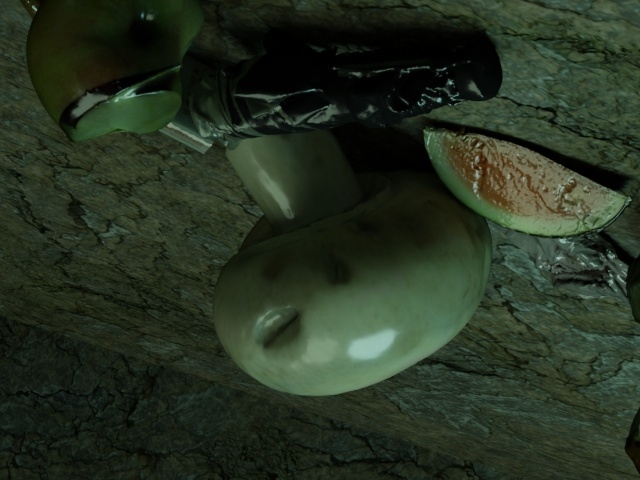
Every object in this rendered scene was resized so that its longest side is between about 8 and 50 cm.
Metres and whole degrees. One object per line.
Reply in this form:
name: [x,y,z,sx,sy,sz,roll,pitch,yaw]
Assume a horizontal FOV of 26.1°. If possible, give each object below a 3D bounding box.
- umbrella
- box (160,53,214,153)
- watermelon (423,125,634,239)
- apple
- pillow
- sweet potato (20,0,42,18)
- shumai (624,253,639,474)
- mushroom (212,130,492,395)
umbrella: [0.018,-0.166,1.420,0.357,0.113,0.106,-3,139,36]
box: [-0.213,-0.194,1.566,0.220,0.122,0.032,26,135,-21]
watermelon: [0.230,-0.067,1.559,0.245,0.063,0.119,22,145,13]
apple: [-0.210,-0.196,1.415,0.174,0.207,0.188,32,167,-11]
pillow: [0.314,0.021,1.727,0.248,0.049,0.135,36,161,-32]
sweet potato: [-0.337,-0.276,1.611,0.026,0.026,0.115,10,160,31]
shumai: [0.487,0.157,1.490,0.324,0.323,0.397,34,159,-32]
mushroom: [0.011,0.027,1.657,0.353,0.353,0.325,22,148,-4]
